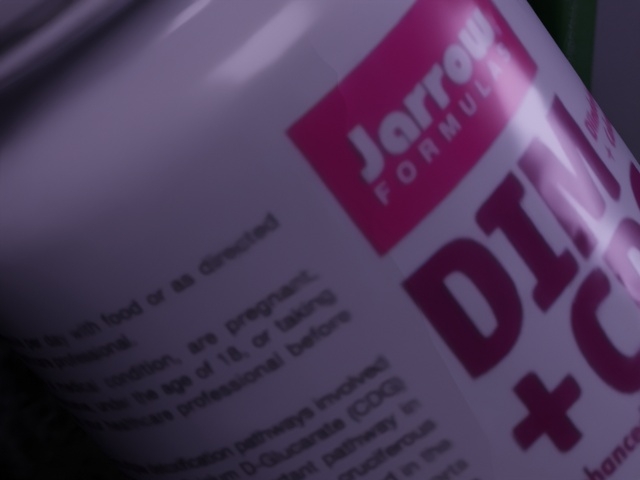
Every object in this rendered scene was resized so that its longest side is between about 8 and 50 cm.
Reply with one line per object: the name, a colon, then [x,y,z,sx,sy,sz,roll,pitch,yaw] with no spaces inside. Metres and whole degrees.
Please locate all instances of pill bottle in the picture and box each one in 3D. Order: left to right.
pill bottle: [0.000,0.000,0.485,0.160,0.283,0.160,-33,21,14]

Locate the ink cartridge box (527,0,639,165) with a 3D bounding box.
ink cartridge box: [0.123,-0.161,0.636,0.121,0.211,0.289,-3,41,0]
